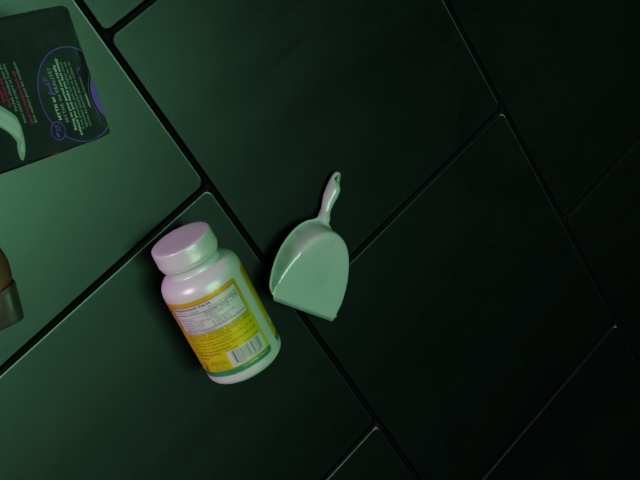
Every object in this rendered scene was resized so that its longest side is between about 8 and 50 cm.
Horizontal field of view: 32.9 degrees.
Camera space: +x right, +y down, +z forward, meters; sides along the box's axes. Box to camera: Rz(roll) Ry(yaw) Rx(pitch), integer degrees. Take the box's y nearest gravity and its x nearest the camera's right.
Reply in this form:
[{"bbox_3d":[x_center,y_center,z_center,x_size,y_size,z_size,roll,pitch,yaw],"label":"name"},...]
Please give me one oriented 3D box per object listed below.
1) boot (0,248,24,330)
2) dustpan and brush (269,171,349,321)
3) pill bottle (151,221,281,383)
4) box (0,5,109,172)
[{"bbox_3d":[-0.508,0.008,1.262,0.264,0.096,0.280,-22,105,-20],"label":"boot"},{"bbox_3d":[0.000,0.000,1.619,0.147,0.060,0.211,23,91,-44],"label":"dustpan and brush"},{"bbox_3d":[-0.147,0.084,1.491,0.117,0.117,0.208,-37,116,-23],"label":"pill bottle"},{"bbox_3d":[-0.397,-0.149,1.212,0.270,0.143,0.165,-30,105,-52],"label":"box"}]
